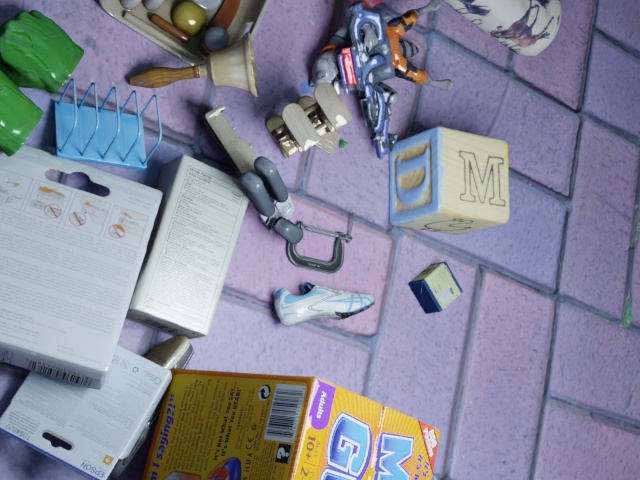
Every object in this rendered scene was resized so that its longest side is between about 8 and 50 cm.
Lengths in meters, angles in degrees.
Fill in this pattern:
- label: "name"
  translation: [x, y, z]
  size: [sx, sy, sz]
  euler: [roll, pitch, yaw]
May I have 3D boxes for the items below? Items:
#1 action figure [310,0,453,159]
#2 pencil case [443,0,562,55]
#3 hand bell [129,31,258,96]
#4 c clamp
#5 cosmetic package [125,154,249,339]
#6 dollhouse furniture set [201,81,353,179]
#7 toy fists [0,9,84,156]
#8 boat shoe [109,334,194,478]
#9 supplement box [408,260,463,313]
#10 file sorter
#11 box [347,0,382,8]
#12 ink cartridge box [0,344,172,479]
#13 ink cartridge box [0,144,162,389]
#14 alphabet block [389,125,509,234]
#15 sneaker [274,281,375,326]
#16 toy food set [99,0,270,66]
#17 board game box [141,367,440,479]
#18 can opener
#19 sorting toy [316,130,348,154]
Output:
- label: "action figure"
  translation: [0.127, -0.363, 2.139]
  size: [0.330, 0.178, 0.341]
  euler: [-13, 110, -26]
- label: "pencil case"
  translation: [0.386, -0.611, 2.312]
  size: [0.410, 0.160, 0.184]
  euler: [28, 58, -25]
- label: "hand bell"
  translation: [-0.248, -0.326, 1.877]
  size: [0.242, 0.126, 0.126]
  euler: [-7, 84, 1]
- label: "c clamp"
  translation: [0.000, 0.000, 2.048]
  size: [0.160, 0.022, 0.137]
  euler: [7, 83, -32]
- label: "cosmetic package"
  translation: [-0.257, 0.015, 1.830]
  size: [0.160, 0.113, 0.309]
  euler: [25, 68, -26]
- label: "dollhouse furniture set"
  translation: [-0.090, -0.240, 1.925]
  size: [0.242, 0.212, 0.161]
  euler: [-34, 97, -8]
- label: "toy fists"
  translation: [-0.545, -0.286, 1.719]
  size: [0.142, 0.096, 0.279]
  euler: [41, 61, -28]
- label: "boat shoe"
  translation: [-0.318, 0.299, 1.753]
  size: [0.092, 0.103, 0.285]
  euler: [49, 61, -25]
- label: "supplement box"
  translation: [0.257, 0.105, 2.163]
  size: [0.083, 0.056, 0.083]
  euler: [-36, 101, -31]
- label: "file sorter"
  translation: [-0.389, -0.216, 1.776]
  size: [0.170, 0.104, 0.118]
  euler: [7, 58, -30]
- label: "box"
  translation: [0.077, -0.648, 2.144]
  size: [0.122, 0.128, 0.257]
  euler: [-46, 106, -29]
- label: "ink cartridge box"
  translation: [-0.404, 0.278, 1.668]
  size: [0.223, 0.045, 0.224]
  euler: [25, 64, 10]
- label: "ink cartridge box"
  translation: [-0.471, 0.035, 1.686]
  size: [0.308, 0.091, 0.385]
  euler: [19, 54, -11]
- label: "alphabet block"
  translation: [0.282, -0.128, 2.144]
  size: [0.197, 0.192, 0.193]
  euler: [7, 80, -29]
- label: "sneaker"
  translation: [0.013, 0.123, 1.996]
  size: [0.237, 0.085, 0.086]
  euler: [-3, 76, -35]
- label: "toy food set"
  translation: [-0.262, -0.486, 1.927]
  size: [0.306, 0.092, 0.220]
  euler: [30, 67, -24]
- label: "board game box"
  translation: [-0.063, 0.444, 1.678]
  size: [0.356, 0.356, 0.357]
  euler: [30, 66, -43]
- label: "can opener"
  translation: [-0.079, -0.069, 1.876]
  size: [0.095, 0.283, 0.076]
  euler: [39, 81, 16]
- label: "sorting toy"
  translation: [0.022, -0.214, 2.102]
  size: [0.083, 0.012, 0.062]
  euler: [30, 62, -20]
